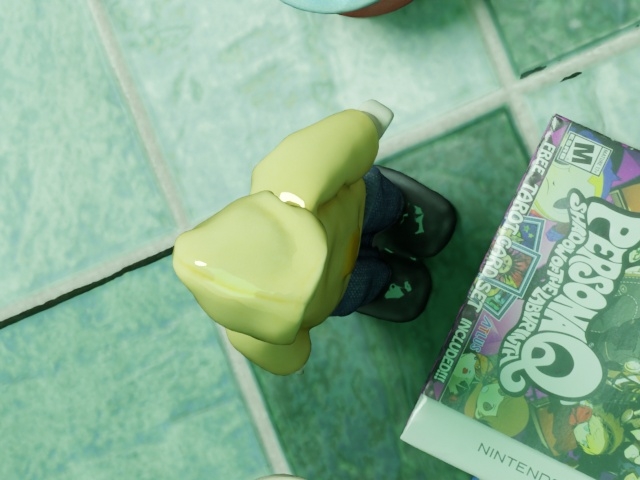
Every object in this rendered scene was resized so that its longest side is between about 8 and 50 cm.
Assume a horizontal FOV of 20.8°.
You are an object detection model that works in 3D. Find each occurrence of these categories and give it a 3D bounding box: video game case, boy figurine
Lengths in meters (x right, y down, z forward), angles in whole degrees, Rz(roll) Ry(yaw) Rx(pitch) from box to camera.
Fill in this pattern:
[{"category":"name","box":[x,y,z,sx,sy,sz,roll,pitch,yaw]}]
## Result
[{"category":"video game case","box":[0.192,0.067,1.084,0.210,0.042,0.232,26,90,14]},{"category":"boy figurine","box":[0.000,0.000,1.038,0.092,0.285,0.177,23,98,15]}]

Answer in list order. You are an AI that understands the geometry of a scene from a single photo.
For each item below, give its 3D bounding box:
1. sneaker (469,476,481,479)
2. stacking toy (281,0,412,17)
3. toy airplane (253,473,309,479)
[{"category":"sneaker","box":[0.142,0.218,1.125,0.152,0.058,0.084,40,99,16]},{"category":"stacking toy","box":[0.064,-0.294,1.075,0.309,0.130,0.279,-20,88,18]},{"category":"toy airplane","box":[0.024,0.393,1.066,0.386,0.272,0.384,34,104,12]}]
